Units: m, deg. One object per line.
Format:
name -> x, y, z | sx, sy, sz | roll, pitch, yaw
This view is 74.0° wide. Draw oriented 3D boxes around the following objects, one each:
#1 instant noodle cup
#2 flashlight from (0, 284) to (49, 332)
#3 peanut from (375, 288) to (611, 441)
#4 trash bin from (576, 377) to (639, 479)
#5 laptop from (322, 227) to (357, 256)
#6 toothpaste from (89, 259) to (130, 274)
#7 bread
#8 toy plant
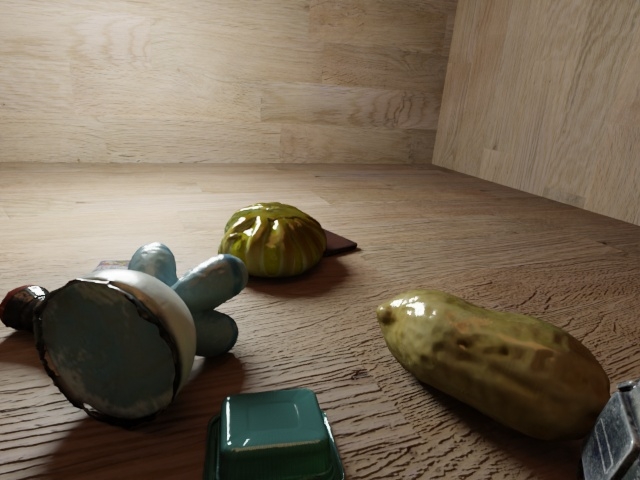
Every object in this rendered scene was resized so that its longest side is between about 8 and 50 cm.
instant noodle cup -> -0.065, 0.263, 0.570 | 0.178, 0.070, 0.157 | -1, 19, -12
flashlight -> -0.471, 0.152, 0.773 | 0.231, 0.093, 0.093 | 17, 23, 19
peanut -> 0.263, 0.184, 0.711 | 0.386, 0.170, 0.192 | 20, 12, 38
trash bin -> 0.431, 0.295, 0.467 | 0.238, 0.185, 0.161 | 24, 25, 17
laptop -> 0.000, 0.000, 1.381 | 0.153, 0.026, 0.207 | -11, 26, -41
toothpaste -> -0.484, 0.085, 0.982 | 0.113, 0.073, 0.299 | 0, 12, -13
bread -> -0.129, -0.016, 1.192 | 0.332, 0.160, 0.333 | 6, 20, -2
toy plant -> -0.252, 0.115, 0.719 | 0.246, 0.248, 0.332 | 9, 18, 13
